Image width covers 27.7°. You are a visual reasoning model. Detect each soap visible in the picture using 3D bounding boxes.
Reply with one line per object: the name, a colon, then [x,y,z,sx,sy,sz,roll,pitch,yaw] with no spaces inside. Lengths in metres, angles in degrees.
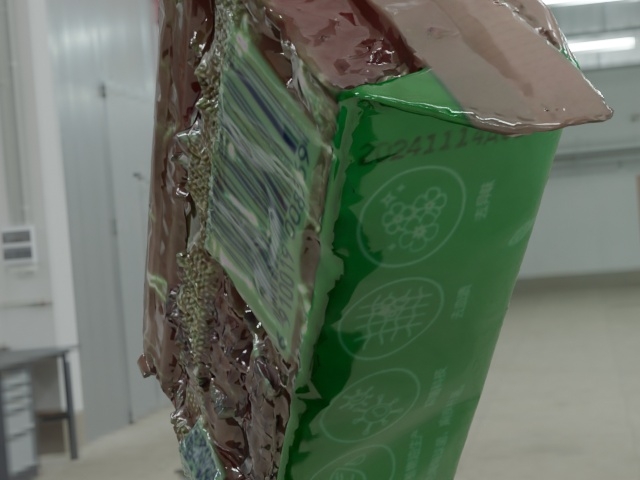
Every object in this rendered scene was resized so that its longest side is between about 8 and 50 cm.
soap: [-0.002,0.000,0.496,0.098,0.273,0.218,-10,44,-20]
